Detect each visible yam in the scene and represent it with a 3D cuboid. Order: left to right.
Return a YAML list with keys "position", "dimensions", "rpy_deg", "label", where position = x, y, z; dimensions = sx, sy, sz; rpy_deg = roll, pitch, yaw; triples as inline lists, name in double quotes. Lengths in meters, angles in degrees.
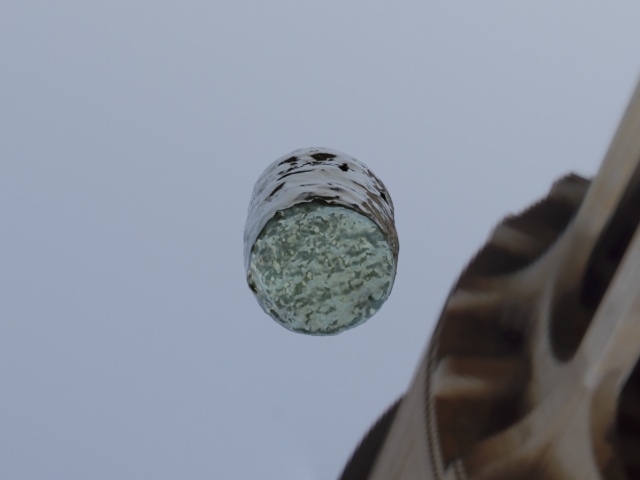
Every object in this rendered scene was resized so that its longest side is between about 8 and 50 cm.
- position: [0.000, 0.000, 1.108]
  dimensions: [0.107, 0.107, 0.194]
  rpy_deg: [14, -168, -3]
  label: "yam"
